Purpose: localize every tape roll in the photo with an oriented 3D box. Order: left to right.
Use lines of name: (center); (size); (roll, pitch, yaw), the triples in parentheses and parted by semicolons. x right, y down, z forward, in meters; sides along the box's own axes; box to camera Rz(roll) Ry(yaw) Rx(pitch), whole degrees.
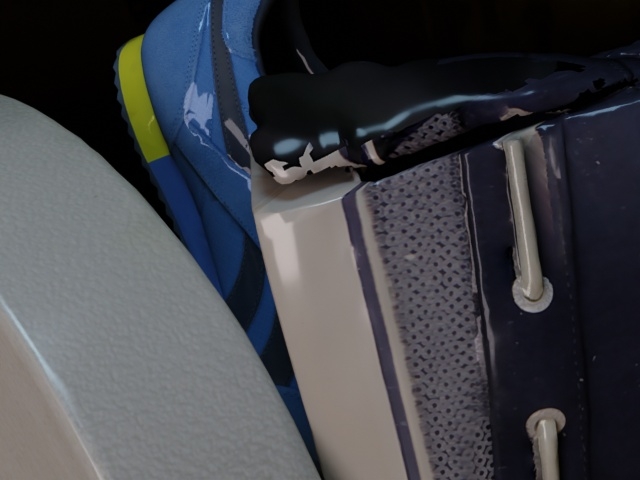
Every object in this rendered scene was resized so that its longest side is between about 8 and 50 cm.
tape roll: (-0.110, 0.138, 0.720); (0.392, 0.072, 0.392); (34, 135, 42)

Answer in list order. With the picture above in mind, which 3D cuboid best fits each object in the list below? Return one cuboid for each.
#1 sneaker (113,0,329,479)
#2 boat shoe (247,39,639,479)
sneaker: (0.000, 0.000, 0.705); (0.082, 0.069, 0.209); (-25, 89, 30)
boat shoe: (0.089, 0.093, 0.640); (0.158, 0.127, 0.341); (-14, 111, 3)
